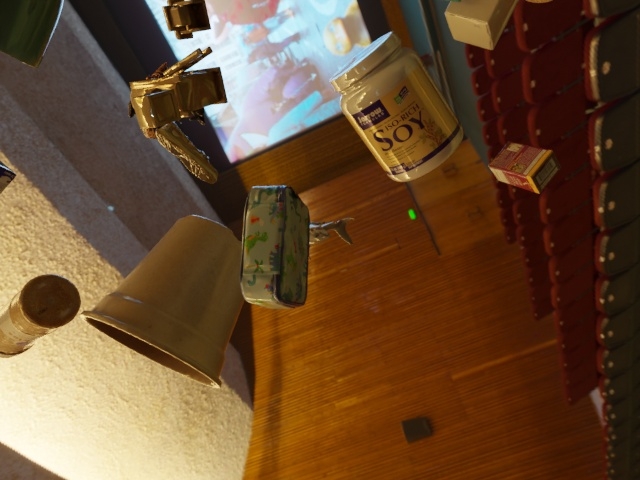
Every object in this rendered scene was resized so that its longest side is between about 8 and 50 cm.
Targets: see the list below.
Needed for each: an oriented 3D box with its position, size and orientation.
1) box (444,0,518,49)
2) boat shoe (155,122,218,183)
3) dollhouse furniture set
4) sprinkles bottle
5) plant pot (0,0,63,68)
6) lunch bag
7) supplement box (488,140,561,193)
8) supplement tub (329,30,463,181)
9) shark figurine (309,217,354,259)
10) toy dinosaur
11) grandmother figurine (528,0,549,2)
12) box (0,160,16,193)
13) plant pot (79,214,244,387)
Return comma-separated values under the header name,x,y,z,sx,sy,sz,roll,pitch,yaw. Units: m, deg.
name,x,y,z,sx,sy,sz,roll,pitch,yaw
box,0.353,-0.530,0.890,0.094,0.275,0.113,30,-174,26
boat shoe,-0.256,-0.176,0.911,0.153,0.048,0.056,39,154,6
dollhouse furniture set,-0.241,-0.260,0.666,0.182,0.101,0.161,-50,-44,-56
sprinkles bottle,-0.686,0.184,1.075,0.121,0.355,0.121,25,-127,-38
plant pot,-0.717,-0.571,1.011,0.293,0.235,0.293,33,-175,-3
lunch bag,-0.076,0.015,0.857,0.176,0.090,0.219,48,-138,-69
supplement box,0.314,-0.114,0.711,0.043,0.055,0.083,41,179,-35
supplement tub,0.202,-0.351,1.227,0.331,0.241,0.241,50,-166,-20
shark figurine,-0.008,-0.003,1.336,0.278,0.166,0.116,-18,-71,-69
toy dinosaur,-0.470,-0.441,1.394,0.164,0.218,0.322,117,146,-73
grandmother figurine,0.352,-0.552,0.685,0.104,0.207,0.343,-136,52,-75
box,-0.828,-0.150,1.086,0.126,0.137,0.072,36,174,12
plant pot,-0.307,0.122,1.058,0.306,0.333,0.334,-64,-35,-26
